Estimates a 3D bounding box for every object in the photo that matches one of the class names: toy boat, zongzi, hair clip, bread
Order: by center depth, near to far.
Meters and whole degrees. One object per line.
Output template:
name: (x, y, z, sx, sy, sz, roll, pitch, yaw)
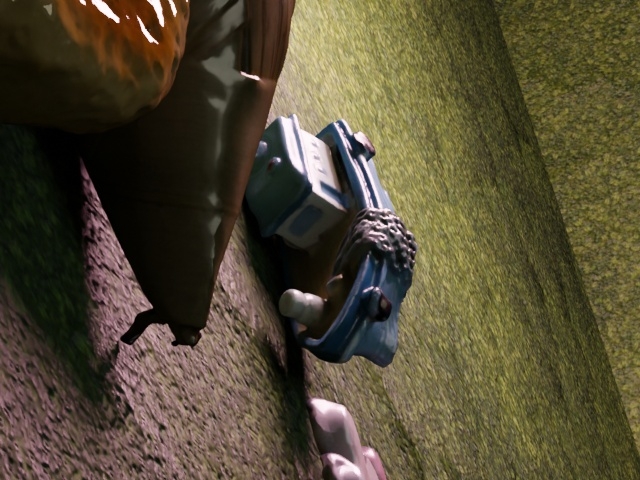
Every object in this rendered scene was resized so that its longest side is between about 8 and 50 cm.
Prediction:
bread: (-0.161, -0.165, 0.922, 0.244, 0.134, 0.244, 43, 40, -52)
hair clip: (0.027, 0.190, 1.209, 0.146, 0.075, 0.257, 67, 9, 24)
zongzi: (-0.073, -0.149, 1.237, 0.447, 0.181, 0.418, -5, 86, -77)
toy boat: (0.000, 0.000, 1.362, 0.098, 0.109, 0.238, 30, 30, -33)
